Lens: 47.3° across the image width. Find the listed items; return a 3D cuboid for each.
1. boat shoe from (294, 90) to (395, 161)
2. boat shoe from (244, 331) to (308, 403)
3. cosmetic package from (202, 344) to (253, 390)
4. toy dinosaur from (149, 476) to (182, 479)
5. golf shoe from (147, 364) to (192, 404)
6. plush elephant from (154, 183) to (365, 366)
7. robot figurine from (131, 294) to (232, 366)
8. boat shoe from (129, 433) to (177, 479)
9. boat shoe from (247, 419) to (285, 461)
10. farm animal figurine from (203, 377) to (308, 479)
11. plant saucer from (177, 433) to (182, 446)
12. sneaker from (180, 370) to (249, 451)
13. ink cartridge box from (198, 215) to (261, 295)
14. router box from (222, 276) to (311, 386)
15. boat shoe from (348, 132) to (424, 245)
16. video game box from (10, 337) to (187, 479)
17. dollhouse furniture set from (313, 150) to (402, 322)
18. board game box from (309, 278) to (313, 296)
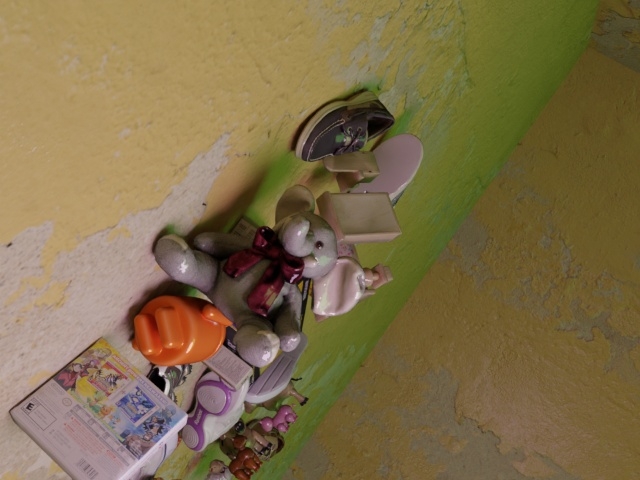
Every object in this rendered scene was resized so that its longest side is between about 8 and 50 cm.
[{"bbox_3d":[0.057,-0.225,1.483,0.285,0.092,0.103,-35,154,-47],"label":"boat shoe"},{"bbox_3d":[-0.131,0.368,2.020,0.335,0.121,0.119,-39,157,-58],"label":"boat shoe"},{"bbox_3d":[-0.217,0.286,1.677,0.060,0.115,0.041,-47,162,-20],"label":"cosmetic package"},{"bbox_3d":[-0.346,0.508,1.479,0.112,0.064,0.211,-53,-176,-20],"label":"toy dinosaur"},{"bbox_3d":[-0.340,0.322,1.509,0.094,0.077,0.198,-11,125,-58],"label":"golf shoe"},{"bbox_3d":[-0.072,0.043,1.297,0.255,0.272,0.330,-45,165,5],"label":"plush elephant"},{"bbox_3d":[-0.251,0.164,1.337,0.158,0.128,0.219,-56,163,4],"label":"robot figurine"},{"bbox_3d":[-0.405,0.437,1.471,0.156,0.136,0.367,-33,163,-43],"label":"boat shoe"},{"bbox_3d":[-0.197,0.681,2.464,0.123,0.116,0.324,-56,163,4],"label":"boat shoe"},{"bbox_3d":[-0.214,0.556,2.138,0.330,0.172,0.327,-48,175,-46],"label":"farm animal figurine"},{"bbox_3d":[-0.385,0.525,1.851,0.083,0.013,0.083,-47,160,-22],"label":"plant saucer"},{"bbox_3d":[-0.244,0.397,1.820,0.152,0.114,0.305,-23,154,-49],"label":"sneaker"},{"bbox_3d":[-0.158,0.058,1.515,0.171,0.056,0.235,-54,161,-5],"label":"ink cartridge box"},{"bbox_3d":[-0.137,0.211,1.804,0.243,0.081,0.309,-44,160,-30],"label":"router box"},{"bbox_3d":[0.150,-0.131,1.892,0.340,0.127,0.158,-51,171,14],"label":"boat shoe"},{"bbox_3d":[-0.352,0.284,1.173,0.187,0.205,0.048,-42,163,-33],"label":"video game box"},{"bbox_3d":[0.000,0.000,1.699,0.174,0.303,0.355,-3,158,-36],"label":"dollhouse furniture set"},{"bbox_3d":[0.008,0.087,1.937,0.181,0.092,0.043,-30,149,-54],"label":"board game box"}]
